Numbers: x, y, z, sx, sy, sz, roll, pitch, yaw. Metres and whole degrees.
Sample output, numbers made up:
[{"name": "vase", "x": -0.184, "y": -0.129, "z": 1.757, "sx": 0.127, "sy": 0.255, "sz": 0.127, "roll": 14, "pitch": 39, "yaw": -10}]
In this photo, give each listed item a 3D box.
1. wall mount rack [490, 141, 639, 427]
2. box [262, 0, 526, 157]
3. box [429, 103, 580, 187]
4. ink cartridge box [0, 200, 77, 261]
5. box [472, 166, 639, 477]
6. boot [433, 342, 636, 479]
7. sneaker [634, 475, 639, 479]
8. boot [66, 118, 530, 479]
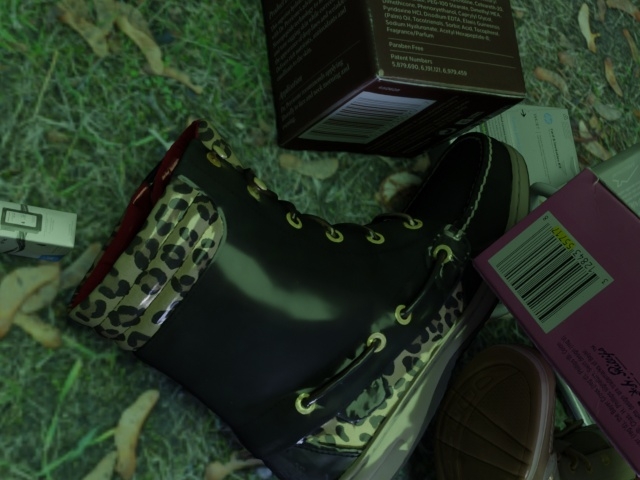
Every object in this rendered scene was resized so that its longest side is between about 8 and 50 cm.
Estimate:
[{"name": "wall mount rack", "x": 0.320, "y": 0.040, "z": 0.895, "sx": 0.350, "sy": 0.130, "sz": 0.304, "roll": -28, "pitch": 128, "yaw": -24}, {"name": "box", "x": 0.060, "y": -0.200, "z": 0.787, "sx": 0.167, "sy": 0.168, "sz": 0.203, "roll": 0, "pitch": 76, "yaw": -31}, {"name": "box", "x": 0.204, "y": -0.075, "z": 0.920, "sx": 0.186, "sy": 0.038, "sz": 0.145, "roll": -3, "pitch": 78, "yaw": -31}, {"name": "ink cartridge box", "x": -0.227, "y": -0.008, "z": 0.625, "sx": 0.083, "sy": 0.048, "sz": 0.028, "roll": 11, "pitch": 71, "yaw": -28}, {"name": "box", "x": 0.261, "y": 0.099, "z": 0.656, "sx": 0.243, "sy": 0.117, "sz": 0.213, "roll": 39, "pitch": 14, "yaw": -43}, {"name": "boot", "x": 0.201, "y": 0.187, "z": 0.756, "sx": 0.204, "sy": 0.095, "sz": 0.261, "roll": -14, "pitch": 118, "yaw": -36}, {"name": "sneaker", "x": 0.367, "y": 0.382, "z": 0.842, "sx": 0.136, "sy": 0.116, "sz": 0.313, "roll": -10, "pitch": 81, "yaw": -32}, {"name": "boot", "x": 0.000, "y": 0.000, "z": 0.710, "sx": 0.284, "sy": 0.138, "sz": 0.377, "roll": 37, "pitch": 70, "yaw": -18}]
